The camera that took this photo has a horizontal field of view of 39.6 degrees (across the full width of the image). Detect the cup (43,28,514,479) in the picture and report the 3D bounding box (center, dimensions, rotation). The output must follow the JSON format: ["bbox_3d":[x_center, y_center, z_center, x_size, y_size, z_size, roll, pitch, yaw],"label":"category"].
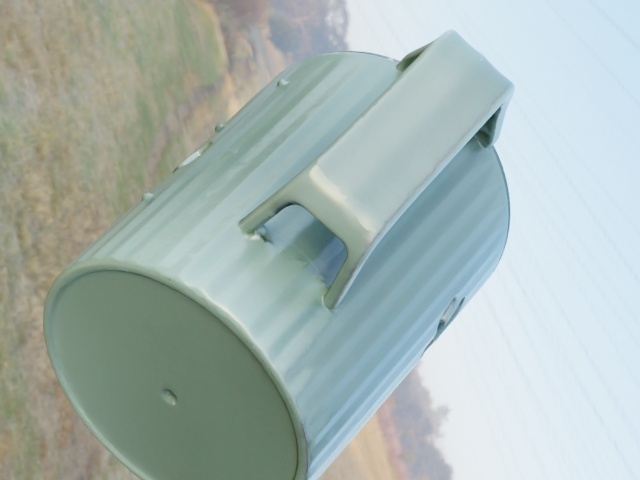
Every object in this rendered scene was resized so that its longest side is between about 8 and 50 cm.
[{"bbox_3d":[-0.022,-0.006,0.807,0.392,0.310,0.401,-46,149,-47],"label":"cup"}]
